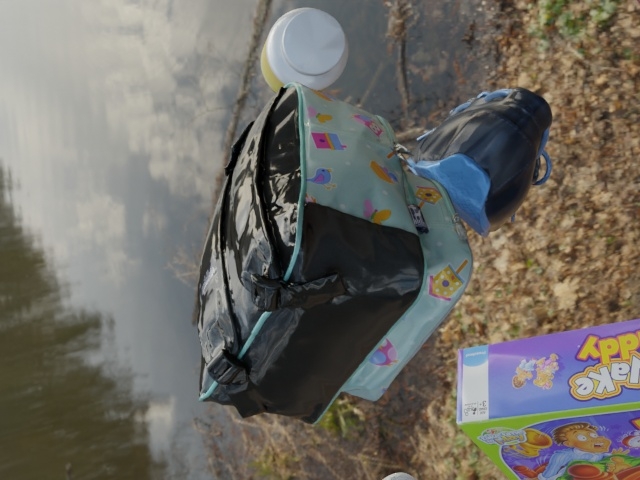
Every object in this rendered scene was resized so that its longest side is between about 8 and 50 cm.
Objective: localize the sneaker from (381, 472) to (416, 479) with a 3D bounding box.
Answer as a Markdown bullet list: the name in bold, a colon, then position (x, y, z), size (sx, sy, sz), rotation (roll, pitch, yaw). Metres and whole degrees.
- **sneaker**: position (0.047, 0.314, 0.797), size (0.158, 0.065, 0.061), rotation (-29, 76, 5)

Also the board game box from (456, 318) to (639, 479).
- **board game box**: position (0.327, 0.156, 0.623), size (0.347, 0.233, 0.078), rotation (-16, 45, 30)

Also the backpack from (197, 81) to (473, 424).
- **backpack**: position (0.000, 0.000, 0.451), size (0.188, 0.144, 0.166), rotation (-104, 32, -44)

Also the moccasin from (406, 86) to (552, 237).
- **moccasin**: position (0.167, -0.073, 0.689), size (0.138, 0.342, 0.117), rotation (42, 98, -2)

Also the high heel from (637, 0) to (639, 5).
- **high heel**: position (0.352, -0.154, 0.414), size (0.377, 0.127, 0.181), rotation (46, 175, 37)

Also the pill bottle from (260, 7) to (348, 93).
- **pill bottle**: position (-0.021, -0.240, 0.916), size (0.184, 0.103, 0.103), rotation (-146, 50, -80)
